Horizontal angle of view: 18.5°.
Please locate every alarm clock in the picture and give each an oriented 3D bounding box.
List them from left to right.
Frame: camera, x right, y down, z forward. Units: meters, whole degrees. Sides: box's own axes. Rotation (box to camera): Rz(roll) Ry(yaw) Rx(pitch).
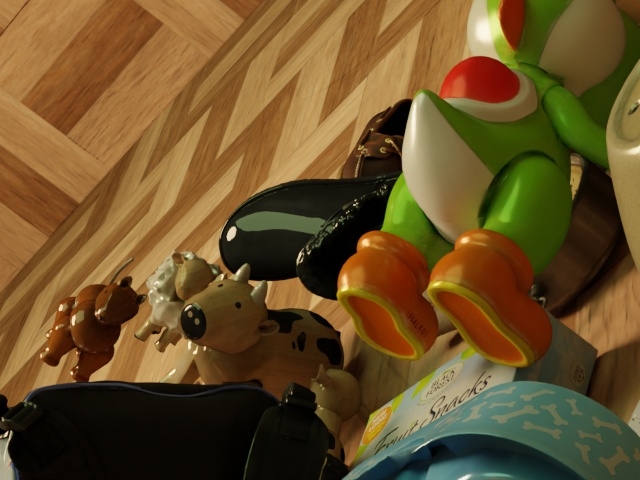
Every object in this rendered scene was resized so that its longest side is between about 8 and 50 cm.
[{"bbox_3d":[0.180,0.011,1.540,0.129,0.064,0.192,-40,17,41],"label":"alarm clock"}]

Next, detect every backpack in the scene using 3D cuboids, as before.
[{"bbox_3d":[-0.139,0.248,1.470,0.213,0.276,0.263,139,128,-57],"label":"backpack"}]

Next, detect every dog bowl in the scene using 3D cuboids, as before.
[{"bbox_3d":[0.096,0.185,1.220,0.297,0.166,0.074,-37,9,48],"label":"dog bowl"}]

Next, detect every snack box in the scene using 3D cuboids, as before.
[{"bbox_3d":[0.096,0.164,1.427,0.207,0.070,0.174,-37,21,43],"label":"snack box"}]

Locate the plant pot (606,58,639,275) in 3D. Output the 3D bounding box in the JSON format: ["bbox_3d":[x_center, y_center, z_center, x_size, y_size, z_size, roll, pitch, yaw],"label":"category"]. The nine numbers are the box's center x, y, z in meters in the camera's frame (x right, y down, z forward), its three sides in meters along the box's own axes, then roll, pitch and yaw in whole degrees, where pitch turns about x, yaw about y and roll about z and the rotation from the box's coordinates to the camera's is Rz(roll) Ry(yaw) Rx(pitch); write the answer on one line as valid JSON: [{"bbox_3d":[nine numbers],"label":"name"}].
[{"bbox_3d":[0.276,-0.046,1.120,0.284,0.191,0.284,-49,15,18],"label":"plant pot"}]

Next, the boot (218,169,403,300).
[{"bbox_3d":[0.000,0.000,1.845,0.246,0.094,0.207,-12,10,14],"label":"boot"}]

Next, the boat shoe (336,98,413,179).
[{"bbox_3d":[0.068,-0.088,2.107,0.073,0.073,0.207,-47,16,30],"label":"boat shoe"}]

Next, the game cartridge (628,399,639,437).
[{"bbox_3d":[0.230,0.099,1.275,0.083,0.017,0.056,-56,18,-14],"label":"game cartridge"}]

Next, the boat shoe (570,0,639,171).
[{"bbox_3d":[0.233,-0.150,1.671,0.307,0.104,0.111,-54,14,-5],"label":"boat shoe"}]

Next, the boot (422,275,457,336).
[{"bbox_3d":[0.124,0.041,1.709,0.087,0.042,0.118,-39,20,26],"label":"boot"}]

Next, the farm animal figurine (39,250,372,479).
[{"bbox_3d":[-0.063,0.118,1.761,0.172,0.330,0.327,-52,-14,16],"label":"farm animal figurine"}]

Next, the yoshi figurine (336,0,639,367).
[{"bbox_3d":[0.160,-0.068,1.453,0.203,0.203,0.362,118,177,-66],"label":"yoshi figurine"}]
